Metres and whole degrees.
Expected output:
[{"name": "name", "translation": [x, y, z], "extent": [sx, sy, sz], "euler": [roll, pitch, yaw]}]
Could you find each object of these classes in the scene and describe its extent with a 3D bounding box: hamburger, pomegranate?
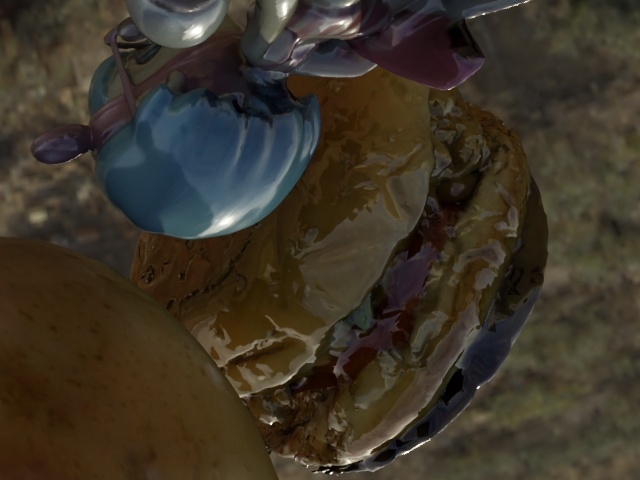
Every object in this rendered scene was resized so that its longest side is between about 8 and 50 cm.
[{"name": "hamburger", "translation": [0.000, 0.000, 1.101], "extent": [0.244, 0.244, 0.163], "euler": [-35, 125, 27]}, {"name": "pomegranate", "translation": [-0.179, 0.155, 0.926], "extent": [0.338, 0.338, 0.338], "euler": [-12, 149, -7]}]

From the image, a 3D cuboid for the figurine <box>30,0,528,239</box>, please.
[{"name": "figurine", "translation": [-0.011, -0.084, 0.829], "extent": [0.260, 0.103, 0.205], "euler": [-32, 172, 29]}]
